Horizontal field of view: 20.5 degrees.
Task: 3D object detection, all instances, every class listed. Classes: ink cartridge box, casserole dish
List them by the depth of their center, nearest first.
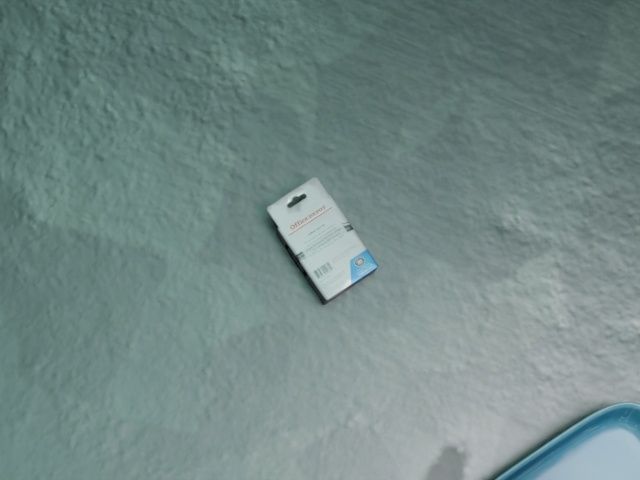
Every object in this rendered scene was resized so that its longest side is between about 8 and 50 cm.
[{"bbox_3d":[0.194,0.199,1.307,0.188,0.037,0.114,-32,84,-8],"label":"casserole dish"},{"bbox_3d":[0.000,0.000,1.330,0.048,0.028,0.083,-33,84,-9],"label":"ink cartridge box"}]
